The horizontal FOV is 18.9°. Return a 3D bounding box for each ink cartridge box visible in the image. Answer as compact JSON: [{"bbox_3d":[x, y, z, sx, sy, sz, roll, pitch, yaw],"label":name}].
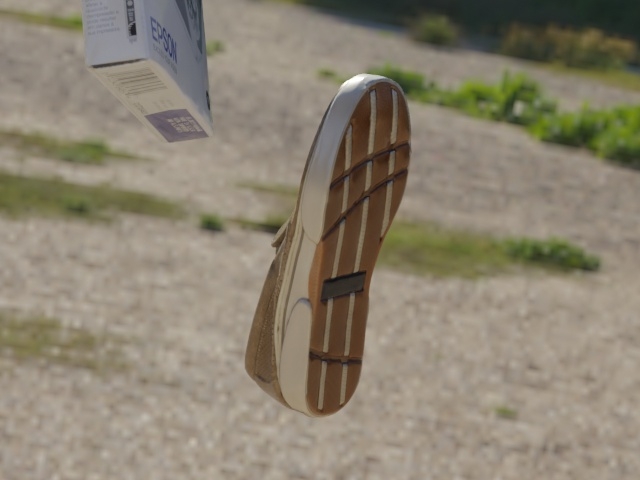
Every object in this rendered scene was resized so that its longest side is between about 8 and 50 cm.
[{"bbox_3d":[-0.118,-0.194,1.261,0.045,0.224,0.223,-8,-9,6],"label":"ink cartridge box"}]

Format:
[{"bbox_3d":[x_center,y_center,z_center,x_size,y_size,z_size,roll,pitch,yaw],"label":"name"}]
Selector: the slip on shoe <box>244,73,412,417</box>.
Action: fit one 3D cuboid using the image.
[{"bbox_3d":[0.000,0.000,0.747,0.041,0.135,0.051,21,19,39],"label":"slip on shoe"}]
